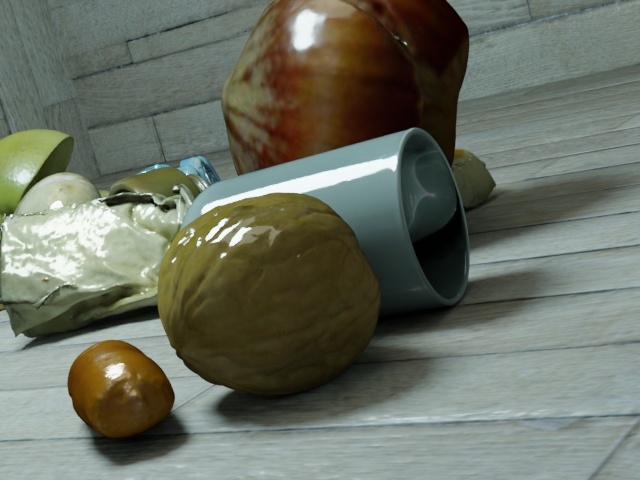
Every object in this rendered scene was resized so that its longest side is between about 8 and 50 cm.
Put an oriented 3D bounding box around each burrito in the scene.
[{"bbox_3d":[-0.309,0.037,1.968,0.331,0.135,0.190,-10,55,11],"label":"burrito"}]

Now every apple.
[{"bbox_3d":[-0.541,-0.066,2.544,0.292,0.292,0.254,-13,17,14],"label":"apple"}]

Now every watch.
[{"bbox_3d":[-0.262,-0.046,2.367,0.193,0.211,0.211,-29,8,9],"label":"watch"}]

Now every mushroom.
[{"bbox_3d":[-0.455,-0.001,2.298,0.184,0.255,0.255,18,4,-11],"label":"mushroom"}]

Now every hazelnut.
[{"bbox_3d":[0.044,-0.183,1.888,0.359,0.409,0.359,0,3,0],"label":"hazelnut"}]

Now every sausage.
[{"bbox_3d":[-0.211,0.152,1.372,0.098,0.098,0.238,-18,9,-14],"label":"sausage"}]

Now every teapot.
[{"bbox_3d":[-0.235,-0.036,2.144,0.175,0.186,0.267,-18,43,-34],"label":"teapot"}]

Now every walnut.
[{"bbox_3d":[-0.057,0.057,1.358,0.228,0.228,0.228,-15,10,3],"label":"walnut"}]

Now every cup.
[{"bbox_3d":[0.000,0.000,1.561,0.312,0.205,0.205,-12,10,26],"label":"cup"}]

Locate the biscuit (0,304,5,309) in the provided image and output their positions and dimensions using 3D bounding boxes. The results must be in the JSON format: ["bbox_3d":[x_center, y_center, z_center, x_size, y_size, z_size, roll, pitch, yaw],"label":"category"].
[{"bbox_3d":[-0.582,0.091,2.407,0.170,0.050,0.170,-16,10,3],"label":"biscuit"}]

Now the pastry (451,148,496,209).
[{"bbox_3d":[0.192,-0.090,2.115,0.165,0.088,0.166,-16,13,4],"label":"pastry"}]
